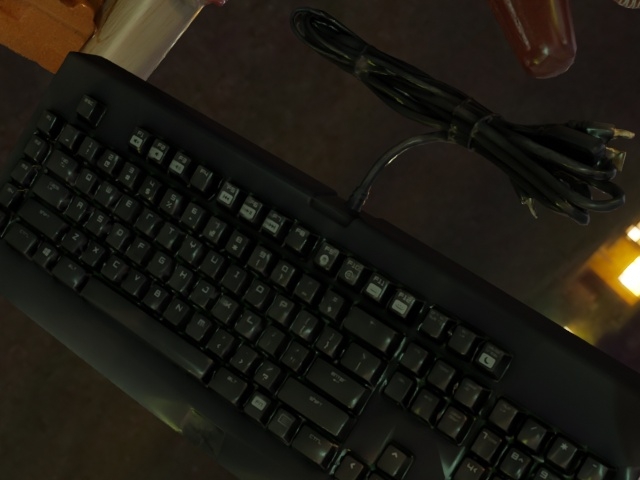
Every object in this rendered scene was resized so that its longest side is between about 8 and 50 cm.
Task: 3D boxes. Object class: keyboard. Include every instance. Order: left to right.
[{"bbox_3d":[0.000,0.000,0.507,0.201,0.317,0.033,-58,156,-2],"label":"keyboard"}]

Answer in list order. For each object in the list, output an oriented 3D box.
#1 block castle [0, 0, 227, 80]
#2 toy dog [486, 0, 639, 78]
[{"bbox_3d":[-0.256,-0.313,0.781,0.453,0.303,0.213,31,107,-33],"label":"block castle"},{"bbox_3d":[0.119,-0.149,0.404,0.334,0.161,0.220,-24,169,-10],"label":"toy dog"}]
